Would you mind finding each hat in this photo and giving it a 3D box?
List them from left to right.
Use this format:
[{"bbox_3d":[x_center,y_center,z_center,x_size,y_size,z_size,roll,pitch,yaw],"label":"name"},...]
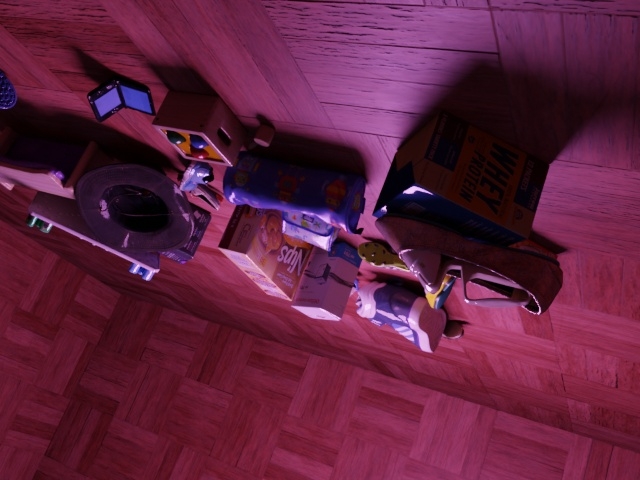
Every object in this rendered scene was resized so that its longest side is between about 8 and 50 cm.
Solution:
[{"bbox_3d":[-0.479,-0.114,1.857,0.331,0.134,0.331,0,137,0],"label":"hat"}]

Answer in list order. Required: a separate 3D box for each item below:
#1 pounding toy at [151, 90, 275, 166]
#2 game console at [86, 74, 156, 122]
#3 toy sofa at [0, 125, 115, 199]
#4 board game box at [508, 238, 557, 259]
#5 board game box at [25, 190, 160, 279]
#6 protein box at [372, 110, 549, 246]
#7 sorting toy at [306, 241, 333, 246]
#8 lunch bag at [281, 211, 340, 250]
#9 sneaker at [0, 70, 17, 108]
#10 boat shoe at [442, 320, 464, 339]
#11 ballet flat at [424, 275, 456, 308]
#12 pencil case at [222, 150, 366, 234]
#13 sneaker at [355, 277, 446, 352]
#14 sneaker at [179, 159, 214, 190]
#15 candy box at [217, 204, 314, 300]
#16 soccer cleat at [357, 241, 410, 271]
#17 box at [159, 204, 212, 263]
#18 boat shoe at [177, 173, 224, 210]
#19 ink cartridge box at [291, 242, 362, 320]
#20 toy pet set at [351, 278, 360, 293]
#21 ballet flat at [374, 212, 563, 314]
[{"bbox_3d":[-0.195,-0.197,1.395,0.206,0.094,0.181,13,160,28],"label":"pounding toy"},{"bbox_3d":[-0.409,-0.278,1.451,0.071,0.107,0.122,49,164,9],"label":"game console"},{"bbox_3d":[-0.754,-0.216,1.903,0.362,0.150,0.177,12,156,28],"label":"toy sofa"},{"bbox_3d":[0.364,0.019,1.455,0.193,0.045,0.146,27,162,-15],"label":"board game box"},{"bbox_3d":[-0.672,-0.050,2.129,0.390,0.050,0.390,28,-166,-21],"label":"board game box"},{"bbox_3d":[0.227,-0.081,1.172,0.201,0.136,0.200,25,162,-9],"label":"protein box"},{"bbox_3d":[0.000,0.000,1.835,0.083,0.045,0.075,15,167,21],"label":"sorting toy"},{"bbox_3d":[-0.016,-0.058,1.611,0.128,0.096,0.151,22,148,8],"label":"lunch bag"},{"bbox_3d":[-0.804,-0.383,1.598,0.232,0.081,0.090,42,157,-32],"label":"sneaker"},{"bbox_3d":[0.403,0.277,2.168,0.049,0.056,0.152,22,173,-19],"label":"boat shoe"},{"bbox_3d":[0.295,0.103,1.765,0.077,0.077,0.231,39,164,15],"label":"ballet flat"},{"bbox_3d":[-0.047,-0.103,1.462,0.306,0.119,0.133,15,-178,19],"label":"pencil case"},{"bbox_3d":[0.226,0.212,2.070,0.236,0.130,0.323,18,165,28],"label":"sneaker"},{"bbox_3d":[-0.297,-0.150,1.706,0.073,0.063,0.162,22,163,-11],"label":"sneaker"},{"bbox_3d":[-0.126,0.009,1.771,0.087,0.183,0.316,14,161,24],"label":"candy box"},{"bbox_3d":[0.179,0.047,1.742,0.178,0.060,0.072,15,174,19],"label":"soccer cleat"},{"bbox_3d":[-0.478,-0.058,2.049,0.270,0.143,0.165,28,162,-17],"label":"box"},{"bbox_3d":[-0.314,-0.127,1.823,0.137,0.043,0.049,30,162,-22],"label":"boat shoe"},{"bbox_3d":[0.019,0.107,1.878,0.082,0.191,0.139,33,159,-32],"label":"ink cartridge box"},{"bbox_3d":[0.071,0.110,2.082,0.122,0.065,0.114,32,-165,-20],"label":"toy pet set"},{"bbox_3d":[0.225,0.042,1.129,0.315,0.106,0.107,16,161,16],"label":"ballet flat"}]
